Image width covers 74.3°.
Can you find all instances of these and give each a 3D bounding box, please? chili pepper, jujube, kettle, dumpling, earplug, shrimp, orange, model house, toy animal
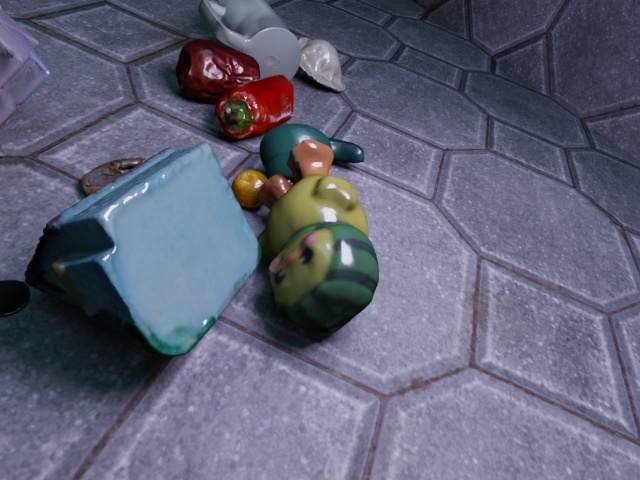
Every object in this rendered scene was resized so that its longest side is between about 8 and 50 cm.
[{"bbox_3d":[-0.190,-0.319,1.052,0.131,0.135,0.338,17,36,15],"label":"chili pepper"},{"bbox_3d":[-0.274,-0.456,1.156,0.230,0.155,0.155,-4,47,-33],"label":"jujube"},{"bbox_3d":[-0.222,-0.659,1.323,0.205,0.265,0.318,-32,58,4],"label":"kettle"},{"bbox_3d":[0.004,-0.580,1.422,0.247,0.142,0.173,20,54,-37],"label":"dumpling"},{"bbox_3d":[-0.028,-0.182,0.998,0.257,0.163,0.280,40,42,-37],"label":"earplug"},{"bbox_3d":[-0.383,-0.137,0.845,0.187,0.052,0.132,-29,62,-38],"label":"shrimp"},{"bbox_3d":[-0.147,-0.109,0.899,0.083,0.070,0.083,-1,59,2],"label":"orange"},{"bbox_3d":[-0.281,0.018,0.645,0.248,0.230,0.280,-9,27,29],"label":"model house"},{"bbox_3d":[0.002,0.002,0.758,0.191,0.216,0.338,26,36,-38],"label":"toy animal"}]

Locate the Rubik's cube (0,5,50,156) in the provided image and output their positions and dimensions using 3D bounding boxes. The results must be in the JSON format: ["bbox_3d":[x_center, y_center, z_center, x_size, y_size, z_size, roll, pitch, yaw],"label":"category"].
[{"bbox_3d":[-0.699,-0.324,0.712,0.387,0.358,0.368,47,4,-8],"label":"Rubik's cube"}]

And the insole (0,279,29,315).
[{"bbox_3d":[-0.547,0.085,0.577,0.253,0.005,0.086,0,47,-22],"label":"insole"}]
